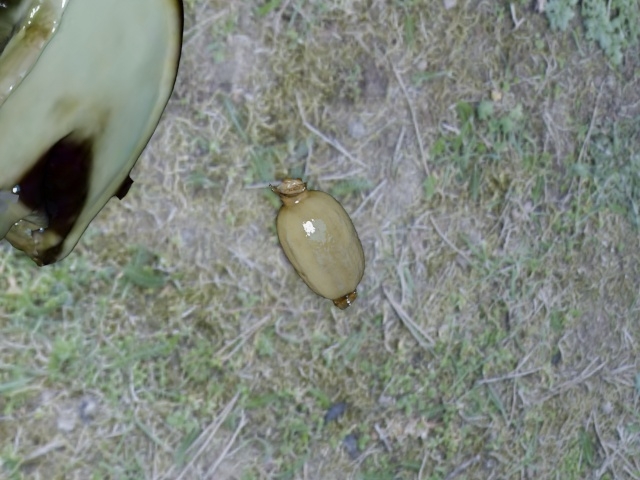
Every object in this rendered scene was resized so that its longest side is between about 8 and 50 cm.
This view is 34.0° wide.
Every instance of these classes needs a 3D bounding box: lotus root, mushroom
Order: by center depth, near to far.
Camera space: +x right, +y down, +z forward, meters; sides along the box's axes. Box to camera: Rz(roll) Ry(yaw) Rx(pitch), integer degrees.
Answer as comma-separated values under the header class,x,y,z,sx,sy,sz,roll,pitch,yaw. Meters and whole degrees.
class,x,y,z,sx,sy,sz,roll,pitch,yaw
mushroom,-0.245,-0.118,0.821,0.211,0.217,0.292,13,71,11
lotus root,0.000,0.000,1.004,0.073,0.062,0.150,-37,115,-20
